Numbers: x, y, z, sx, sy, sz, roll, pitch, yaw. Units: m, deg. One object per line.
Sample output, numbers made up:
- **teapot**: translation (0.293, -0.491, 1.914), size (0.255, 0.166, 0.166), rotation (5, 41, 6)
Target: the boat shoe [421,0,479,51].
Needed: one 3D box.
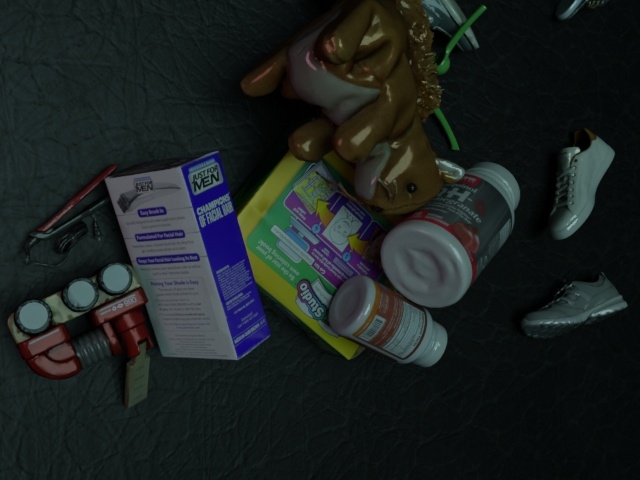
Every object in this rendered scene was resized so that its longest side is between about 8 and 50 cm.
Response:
- **boat shoe**: translation (0.210, -0.496, 1.677), size (0.099, 0.116, 0.319), rotation (-37, 123, 24)

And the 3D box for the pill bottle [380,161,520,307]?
- **pill bottle**: translation (0.263, -0.026, 1.538), size (0.318, 0.176, 0.176), rotation (-43, 111, -44)

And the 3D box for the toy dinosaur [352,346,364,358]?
- **toy dinosaur**: translation (0.118, 0.187, 1.668), size (0.093, 0.053, 0.183), rotation (33, 69, -9)

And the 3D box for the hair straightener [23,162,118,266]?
- **hair straightener**: translation (-0.408, -0.029, 1.375), size (0.230, 0.047, 0.089), rotation (-47, 112, -24)

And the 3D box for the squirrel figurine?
- **squirrel figurine**: translation (0.120, -0.250, 1.431), size (0.370, 0.281, 0.397), rotation (52, 51, -19)

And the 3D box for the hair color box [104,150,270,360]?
- **hair color box**: translation (-0.224, 0.030, 1.374), size (0.110, 0.185, 0.338), rotation (-35, 115, -50)

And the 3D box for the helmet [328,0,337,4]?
- **helmet**: translation (0.071, -0.535, 1.517), size (0.170, 0.162, 0.169), rotation (7, 79, -39)

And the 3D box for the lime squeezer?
- **lime squeezer**: translation (0.263, -0.338, 1.679), size (0.110, 0.059, 0.310), rotation (11, 116, 9)

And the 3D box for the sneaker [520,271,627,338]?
- **sneaker**: translation (0.577, 0.152, 1.890), size (0.281, 0.105, 0.115), rotation (-12, 67, -25)

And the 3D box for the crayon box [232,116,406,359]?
- **crayon box**: translation (0.000, 0.000, 1.560), size (0.363, 0.106, 0.313), rotation (43, 74, -23)

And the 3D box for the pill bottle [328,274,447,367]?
- **pill bottle**: translation (0.131, 0.159, 1.513), size (0.216, 0.121, 0.121), rotation (29, 78, -29)

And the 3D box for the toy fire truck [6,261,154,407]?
- **toy fire truck**: translation (-0.381, 0.185, 1.360), size (0.217, 0.158, 0.246), rotation (-26, 93, -25)

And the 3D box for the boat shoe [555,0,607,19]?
- **boat shoe**: translation (0.626, -0.566, 1.890), size (0.083, 0.065, 0.183), rotation (43, 72, -21)

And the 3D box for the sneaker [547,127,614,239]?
- **sneaker**: translation (0.574, -0.137, 1.864), size (0.123, 0.106, 0.290), rotation (40, 63, -19)
